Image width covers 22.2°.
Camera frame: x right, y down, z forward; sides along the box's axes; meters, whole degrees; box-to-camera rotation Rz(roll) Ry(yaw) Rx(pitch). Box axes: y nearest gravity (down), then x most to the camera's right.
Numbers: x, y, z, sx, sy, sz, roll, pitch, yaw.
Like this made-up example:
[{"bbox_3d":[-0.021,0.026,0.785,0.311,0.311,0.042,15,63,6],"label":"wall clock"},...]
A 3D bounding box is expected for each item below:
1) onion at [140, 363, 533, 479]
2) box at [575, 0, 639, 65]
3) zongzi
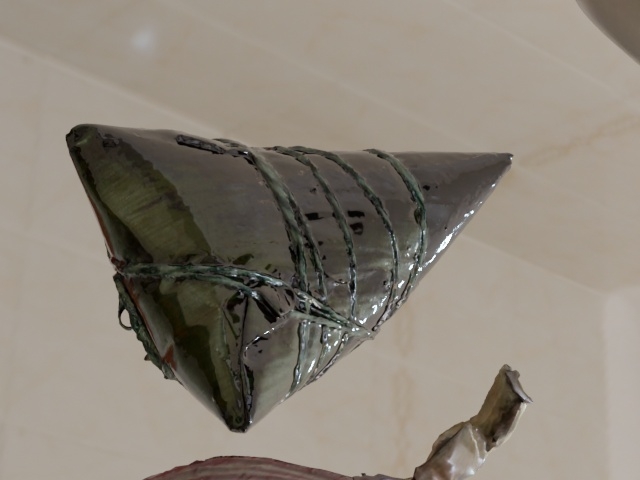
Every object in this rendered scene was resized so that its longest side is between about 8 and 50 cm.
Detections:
[{"bbox_3d":[-0.022,0.238,0.853,0.230,0.272,0.256,-23,-96,58],"label":"onion"},{"bbox_3d":[0.364,-0.185,1.134,0.288,0.349,0.141,52,-33,38],"label":"box"},{"bbox_3d":[0.000,0.000,1.476,0.362,0.383,0.319,-35,-109,11],"label":"zongzi"}]
